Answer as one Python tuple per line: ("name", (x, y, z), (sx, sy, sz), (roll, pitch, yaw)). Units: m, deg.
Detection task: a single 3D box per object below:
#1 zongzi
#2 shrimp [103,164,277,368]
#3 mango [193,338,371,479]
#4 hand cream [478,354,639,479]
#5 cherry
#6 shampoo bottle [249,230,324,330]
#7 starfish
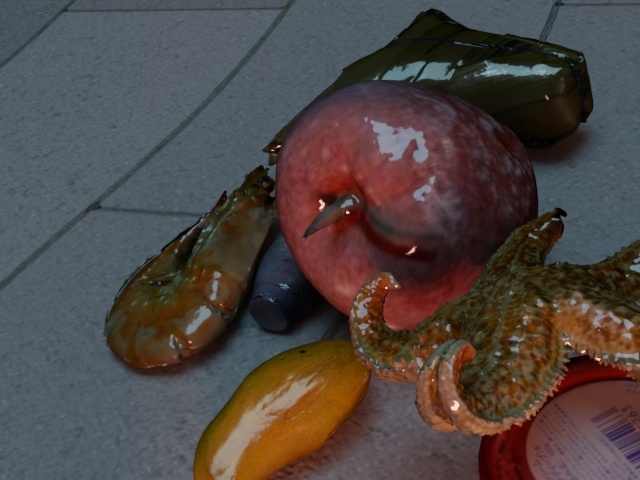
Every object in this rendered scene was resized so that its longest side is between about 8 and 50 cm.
("zongzi", (0.121, -0.135, 1.178), (0.289, 0.123, 0.260), (-36, 40, -28))
("shrimp", (-0.120, 0.017, 1.113), (0.154, 0.062, 0.294), (2, 40, 31))
("mango", (-0.033, 0.147, 0.907), (0.190, 0.075, 0.098), (-41, 39, -22))
("hand cream", (0.207, 0.181, 0.745), (0.193, 0.125, 0.193), (-9, 39, 8))
("cherry", (0.071, -0.033, 0.984), (0.285, 0.236, 0.213), (-21, 0, -45))
("shampoo bottle", (0.000, 0.000, 1.103), (0.087, 0.049, 0.234), (8, 42, 25))
("starfish", (0.170, 0.043, 0.749), (0.303, 0.113, 0.312), (-25, 23, -17))
